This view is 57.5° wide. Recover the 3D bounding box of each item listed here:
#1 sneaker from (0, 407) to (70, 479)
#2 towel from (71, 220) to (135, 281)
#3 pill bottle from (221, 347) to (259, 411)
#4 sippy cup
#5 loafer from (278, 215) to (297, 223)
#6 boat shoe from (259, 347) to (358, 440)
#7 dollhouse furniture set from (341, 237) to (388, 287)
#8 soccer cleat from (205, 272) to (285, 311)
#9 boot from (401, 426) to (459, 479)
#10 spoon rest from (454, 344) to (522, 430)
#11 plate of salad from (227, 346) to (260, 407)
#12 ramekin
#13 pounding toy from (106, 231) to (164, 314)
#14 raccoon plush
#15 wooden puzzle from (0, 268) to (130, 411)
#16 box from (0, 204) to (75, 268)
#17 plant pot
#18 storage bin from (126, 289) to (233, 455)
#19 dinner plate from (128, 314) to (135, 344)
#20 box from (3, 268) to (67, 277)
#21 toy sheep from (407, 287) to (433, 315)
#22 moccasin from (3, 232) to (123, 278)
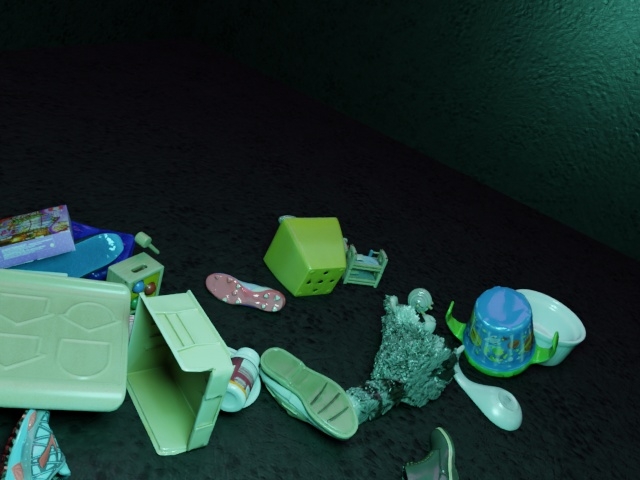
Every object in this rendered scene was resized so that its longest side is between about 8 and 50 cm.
[{"bbox_3d":[-0.550,0.435,1.130,0.125,0.104,0.262,25,30,-26],"label":"sneaker"},{"bbox_3d":[-0.710,0.020,1.700,0.307,0.076,0.228,12,30,-14],"label":"towel"},{"bbox_3d":[-0.199,0.330,1.403,0.086,0.086,0.152,21,30,2],"label":"pill bottle"},{"bbox_3d":[0.561,0.270,1.815,0.305,0.224,0.240,-13,47,1],"label":"sippy cup"},{"bbox_3d":[-0.099,-0.064,2.230,0.125,0.045,0.039,10,38,-21],"label":"loafer"},{"bbox_3d":[-0.031,0.393,1.459,0.302,0.103,0.113,38,49,26],"label":"boat shoe"},{"bbox_3d":[0.140,0.055,2.089,0.129,0.129,0.184,9,32,-19],"label":"dollhouse furniture set"},{"bbox_3d":[-0.227,0.160,1.775,0.247,0.083,0.095,15,1,2],"label":"soccer cleat"},{"bbox_3d":[0.258,0.540,1.436,0.136,0.077,0.198,10,30,-7],"label":"boot"},{"bbox_3d":[0.487,0.445,1.735,0.137,0.084,0.276,-18,60,-45],"label":"spoon rest"},{"bbox_3d":[-0.247,0.347,1.469,0.199,0.048,0.200,23,32,-15],"label":"plate of salad"},{"bbox_3d":[0.762,0.308,2.042,0.277,0.135,0.277,15,30,-9],"label":"ramekin"},{"bbox_3d":[-0.483,0.084,1.600,0.094,0.206,0.181,32,32,19],"label":"pounding toy"},{"bbox_3d":[0.172,0.306,1.649,0.446,0.216,0.299,-4,30,-34],"label":"raccoon plush"},{"bbox_3d":[-0.592,0.224,1.281,0.321,0.081,0.348,9,38,-22],"label":"wooden puzzle"},{"bbox_3d":[-0.754,-0.014,1.517,0.200,0.057,0.293,-16,22,-21],"label":"box"},{"bbox_3d":[-0.033,0.065,1.917,0.212,0.212,0.187,-2,50,-33],"label":"plant pot"},{"bbox_3d":[-0.324,0.293,1.302,0.123,0.263,0.260,-4,38,-39],"label":"storage bin"},{"bbox_3d":[-0.491,0.247,1.519,0.141,0.017,0.141,15,30,-9],"label":"dinner plate"},{"bbox_3d":[-0.719,0.150,1.429,0.170,0.130,0.091,6,32,-22],"label":"box"},{"bbox_3d":[0.343,0.209,2.007,0.091,0.091,0.132,24,12,7],"label":"toy sheep"},{"bbox_3d":[-0.692,0.077,1.552,0.341,0.138,0.117,-16,6,-17],"label":"moccasin"}]
